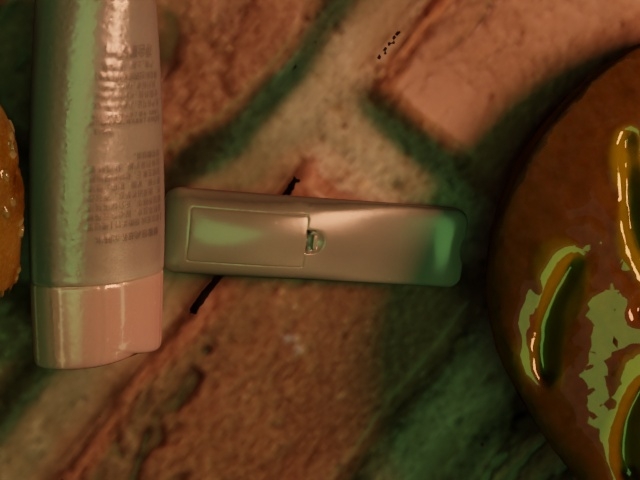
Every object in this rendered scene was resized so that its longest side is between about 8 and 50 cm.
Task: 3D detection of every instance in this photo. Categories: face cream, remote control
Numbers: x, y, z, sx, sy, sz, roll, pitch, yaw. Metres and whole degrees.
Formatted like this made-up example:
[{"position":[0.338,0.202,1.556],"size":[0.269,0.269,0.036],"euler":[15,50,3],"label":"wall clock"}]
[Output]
[{"position":[-0.120,-0.033,0.699],"size":[0.084,0.057,0.198],"euler":[-9,106,-49],"label":"face cream"},{"position":[0.000,0.000,0.758],"size":[0.184,0.027,0.050],"euler":[3,100,-17],"label":"remote control"}]

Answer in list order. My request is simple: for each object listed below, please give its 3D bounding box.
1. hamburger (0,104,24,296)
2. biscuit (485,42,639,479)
[{"position":[-0.241,-0.016,0.639],"size":[0.189,0.122,0.215],"euler":[-13,106,-15],"label":"hamburger"},{"position":[0.293,0.043,0.763],"size":[0.394,0.070,0.350],"euler":[38,83,1],"label":"biscuit"}]
